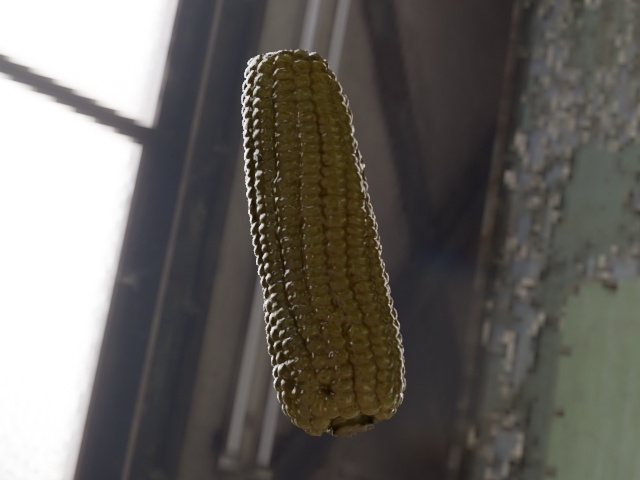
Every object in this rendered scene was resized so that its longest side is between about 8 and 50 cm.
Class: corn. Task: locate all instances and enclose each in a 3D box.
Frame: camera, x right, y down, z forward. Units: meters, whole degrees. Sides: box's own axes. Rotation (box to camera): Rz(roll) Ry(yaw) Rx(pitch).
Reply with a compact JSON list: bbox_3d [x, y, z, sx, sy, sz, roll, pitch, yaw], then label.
[{"bbox_3d":[0.000,0.000,1.033,0.080,0.231,0.080,-7,-11,-1],"label":"corn"}]
